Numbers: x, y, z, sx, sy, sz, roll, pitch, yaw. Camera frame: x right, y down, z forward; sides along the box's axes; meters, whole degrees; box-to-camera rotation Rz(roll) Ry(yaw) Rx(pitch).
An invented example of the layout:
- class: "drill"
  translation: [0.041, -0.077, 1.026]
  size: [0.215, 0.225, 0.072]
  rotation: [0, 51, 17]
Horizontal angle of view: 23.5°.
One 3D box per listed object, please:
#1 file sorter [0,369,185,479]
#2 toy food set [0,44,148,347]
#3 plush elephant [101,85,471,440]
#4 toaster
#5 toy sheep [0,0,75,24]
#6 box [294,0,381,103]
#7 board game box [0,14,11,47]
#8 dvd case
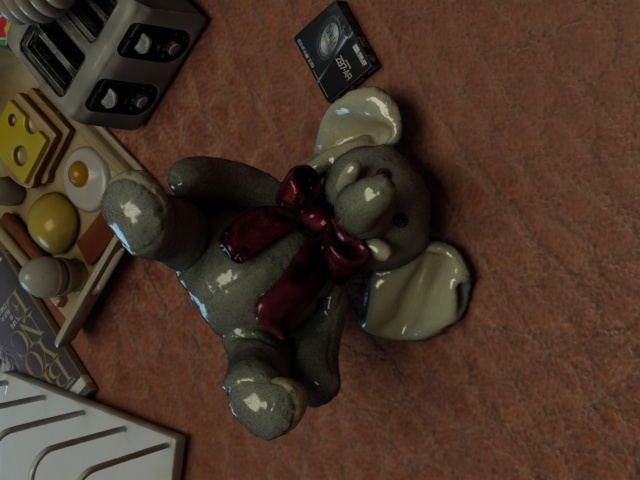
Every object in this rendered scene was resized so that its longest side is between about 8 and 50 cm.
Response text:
- class: "file sorter"
  translation: [-0.322, 0.287, 1.741]
  size: [0.277, 0.173, 0.193]
  rotation: [15, 104, 33]
- class: "toy food set"
  translation: [-0.337, -0.055, 1.795]
  size: [0.306, 0.092, 0.220]
  rotation: [45, 118, 26]
- class: "plush elephant"
  translation: [0.000, 0.000, 1.459]
  size: [0.255, 0.330, 0.272]
  rotation: [-34, 85, 11]
- class: "toaster"
  translation: [-0.241, -0.240, 1.700]
  size: [0.186, 0.110, 0.168]
  rotation: [49, 118, 25]
- class: "toy sheep"
  translation: [-0.297, -0.272, 1.621]
  size: [0.132, 0.091, 0.091]
  rotation: [-17, 82, 31]
- class: "box"
  translation: [0.017, -0.191, 1.563]
  size: [0.067, 0.018, 0.083]
  rotation: [-38, 70, 33]
- class: "board game box"
  translation: [-0.455, -0.231, 1.914]
  size: [0.259, 0.039, 0.124]
  rotation: [-43, 67, 34]
- class: "dvd case"
  translation: [-0.373, 0.147, 1.881]
  size: [0.164, 0.018, 0.221]
  rotation: [-49, 66, 29]
